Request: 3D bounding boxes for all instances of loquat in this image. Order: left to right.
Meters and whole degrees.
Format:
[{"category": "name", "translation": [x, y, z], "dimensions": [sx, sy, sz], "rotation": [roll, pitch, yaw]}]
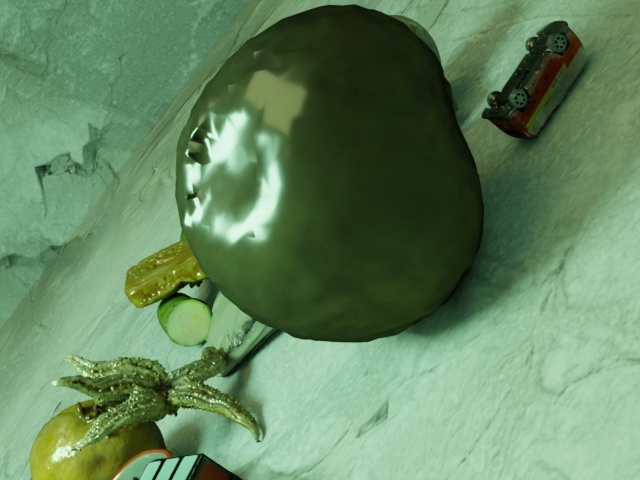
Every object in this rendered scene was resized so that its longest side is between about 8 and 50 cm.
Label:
[{"category": "loquat", "translation": [-0.358, 0.363, 1.890], "dimensions": [0.238, 0.238, 0.193], "rotation": [-46, 43, 16]}]

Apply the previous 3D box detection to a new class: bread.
[{"category": "bread", "translation": [-0.247, 0.048, 2.249], "dimensions": [0.271, 0.077, 0.139], "rotation": [-24, 23, 0]}]

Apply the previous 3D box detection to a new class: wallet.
[{"category": "wallet", "translation": [-0.106, 0.086, 2.022], "dimensions": [0.335, 0.068, 0.275], "rotation": [-47, 19, 36]}]

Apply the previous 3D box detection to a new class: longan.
[{"category": "longan", "translation": [0.003, -0.075, 1.532], "dimensions": [0.404, 0.436, 0.404], "rotation": [-20, 13, 5]}]

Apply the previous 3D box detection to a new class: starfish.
[{"category": "starfish", "translation": [-0.270, 0.249, 1.812], "dimensions": [0.301, 0.294, 0.084], "rotation": [-125, 40, -56]}]

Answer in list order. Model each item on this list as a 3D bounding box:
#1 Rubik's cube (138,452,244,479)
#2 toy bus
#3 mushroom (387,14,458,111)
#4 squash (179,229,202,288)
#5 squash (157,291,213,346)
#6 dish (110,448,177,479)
[{"category": "Rubik's cube", "translation": [-0.161, 0.384, 1.508], "dimensions": [0.162, 0.160, 0.163], "rotation": [-24, 34, 52]}, {"category": "toy bus", "translation": [0.310, -0.225, 1.653], "dimensions": [0.174, 0.077, 0.079], "rotation": [-54, 20, -9]}, {"category": "mushroom", "translation": [0.119, -0.239, 1.921], "dimensions": [0.243, 0.243, 0.243], "rotation": [-43, 22, 22]}, {"category": "squash", "translation": [-0.237, -0.041, 2.474], "dimensions": [0.107, 0.107, 0.395], "rotation": [-39, 24, 30]}, {"category": "squash", "translation": [-0.269, 0.149, 2.250], "dimensions": [0.095, 0.095, 0.188], "rotation": [-54, 16, -7]}, {"category": "dish", "translation": [-0.253, 0.432, 1.686], "dimensions": [0.256, 0.117, 0.256], "rotation": [-44, 21, 21]}]
